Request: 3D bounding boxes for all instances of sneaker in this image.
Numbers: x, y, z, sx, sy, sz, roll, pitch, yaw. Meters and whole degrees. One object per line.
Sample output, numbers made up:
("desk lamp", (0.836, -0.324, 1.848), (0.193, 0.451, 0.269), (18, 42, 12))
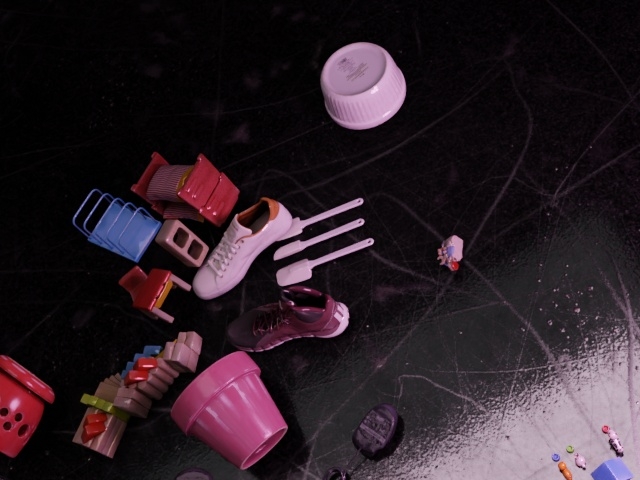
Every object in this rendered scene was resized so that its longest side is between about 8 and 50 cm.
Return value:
("sneaker", (-0.204, 0.008, 1.995), (0.290, 0.123, 0.106), (-46, 58, 0))
("sneaker", (-0.092, 0.152, 1.853), (0.282, 0.162, 0.106), (-13, 59, 13))

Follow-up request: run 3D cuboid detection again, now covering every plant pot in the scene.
("plant pot", (-0.711, 0.367, 1.949), (0.191, 0.191, 0.174), (27, 71, 30))
("plant pot", (-0.172, 0.357, 1.766), (0.201, 0.201, 0.180), (-43, 73, -6))

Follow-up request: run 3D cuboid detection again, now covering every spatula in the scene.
("spatula", (0.000, 0.000, 1.992), (0.242, 0.019, 0.168), (-20, 52, 9))

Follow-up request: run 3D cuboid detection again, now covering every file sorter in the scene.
("file sorter", (-0.508, -0.043, 2.148), (0.170, 0.104, 0.118), (21, 71, 29))

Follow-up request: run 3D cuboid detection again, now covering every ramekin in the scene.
("ramekin", (0.097, -0.385, 2.112), (0.207, 0.109, 0.207), (-9, 60, 16))

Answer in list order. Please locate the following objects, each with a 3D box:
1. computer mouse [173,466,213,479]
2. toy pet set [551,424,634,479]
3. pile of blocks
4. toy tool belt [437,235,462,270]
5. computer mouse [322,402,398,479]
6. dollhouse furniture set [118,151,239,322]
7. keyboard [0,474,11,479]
("computer mouse", (-0.289, 0.598, 1.742), (0.184, 0.060, 0.261), (-9, 70, 6))
("toy pet set", (0.496, 0.398, 1.561), (0.122, 0.065, 0.114), (-32, 57, 2))
("pile of blocks", (-0.426, 0.315, 1.916), (0.362, 0.112, 0.149), (-46, 58, -8))
("toy tool belt", (0.276, 0.032, 1.860), (0.051, 0.052, 0.083), (-22, 47, 46))
("computer mouse", (0.076, 0.430, 1.720), (0.071, 0.041, 0.242), (34, 84, 30))
("dollhouse furniture set", (-0.370, -0.014, 2.014), (0.201, 0.152, 0.374), (5, 61, 43))
("keyboard", (-0.734, 0.616, 1.909), (0.100, 0.038, 0.192), (9, 67, 24))
